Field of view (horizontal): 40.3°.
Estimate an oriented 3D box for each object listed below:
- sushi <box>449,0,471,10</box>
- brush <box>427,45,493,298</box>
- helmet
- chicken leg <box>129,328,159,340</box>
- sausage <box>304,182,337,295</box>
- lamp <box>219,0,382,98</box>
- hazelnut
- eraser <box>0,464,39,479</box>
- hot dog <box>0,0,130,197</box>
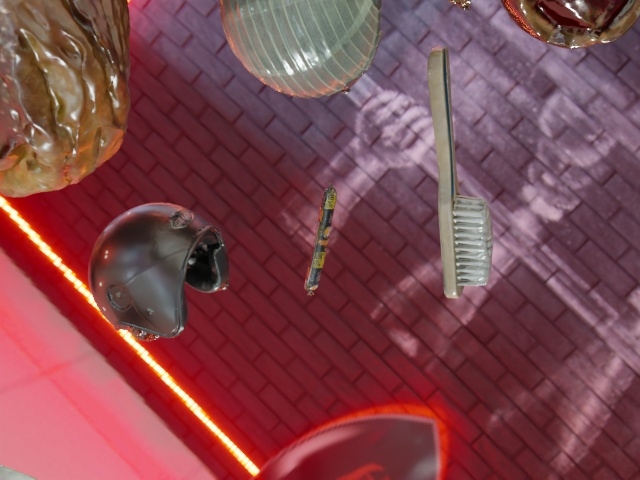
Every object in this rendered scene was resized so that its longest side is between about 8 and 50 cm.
[{"bbox_3d":[0.239,-0.448,1.481,0.060,0.118,0.061,1,-176,-19],"label":"sushi"},{"bbox_3d":[0.174,-0.076,1.072,0.070,0.065,0.328,-54,-40,-58],"label":"brush"},{"bbox_3d":[-0.242,0.043,1.293,0.193,0.216,0.189,45,-151,-4],"label":"helmet"},{"bbox_3d":[-0.384,0.176,1.908,0.048,0.090,0.219,9,174,16],"label":"chicken leg"},{"bbox_3d":[0.000,0.000,1.430,0.025,0.199,0.028,15,-162,11],"label":"sausage"},{"bbox_3d":[-0.020,-0.327,1.243,0.233,0.233,0.265,-85,-19,-74],"label":"lamp"},{"bbox_3d":[0.318,-0.336,1.097,0.160,0.201,0.170,-95,1,-63],"label":"hazelnut"},{"bbox_3d":[-0.470,0.377,1.185,0.130,0.287,0.086,27,-127,-8],"label":"eraser"},{"bbox_3d":[-0.232,-0.214,0.650,0.174,0.267,0.388,3,-123,-19],"label":"hot dog"}]
